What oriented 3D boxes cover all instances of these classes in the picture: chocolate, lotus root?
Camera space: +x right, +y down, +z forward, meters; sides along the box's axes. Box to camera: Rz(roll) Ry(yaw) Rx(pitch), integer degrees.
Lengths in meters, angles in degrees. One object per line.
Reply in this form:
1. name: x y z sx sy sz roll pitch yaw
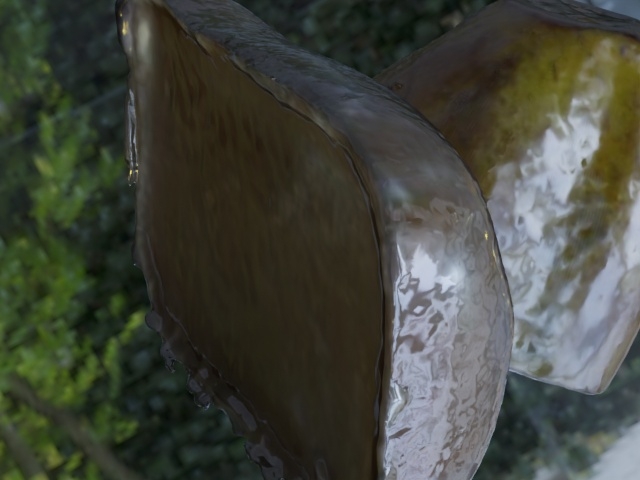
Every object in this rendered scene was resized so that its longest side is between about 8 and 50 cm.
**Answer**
1. chocolate: 0.000 -0.001 0.633 0.083 0.161 0.261 -8 -154 -24
2. lotus root: 0.085 -0.043 0.850 0.188 0.199 0.180 -110 -141 -68
